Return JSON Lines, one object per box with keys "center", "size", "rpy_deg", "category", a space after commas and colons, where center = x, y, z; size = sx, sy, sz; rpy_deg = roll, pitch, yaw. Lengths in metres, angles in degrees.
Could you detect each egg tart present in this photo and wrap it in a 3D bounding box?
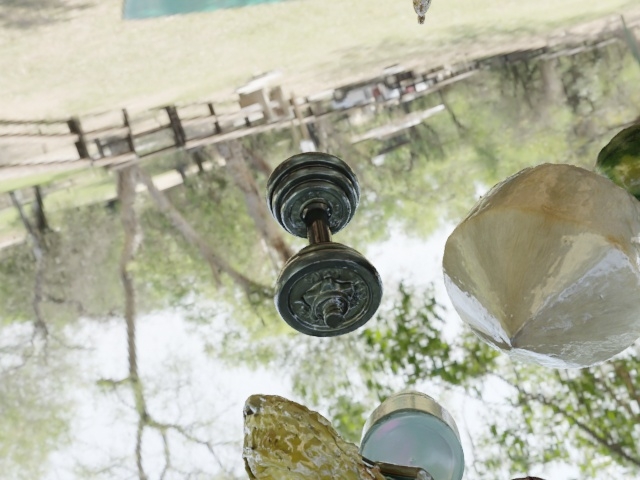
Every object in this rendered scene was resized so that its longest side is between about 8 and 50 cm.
{"center": [-0.019, 0.330, 1.218], "size": [0.095, 0.279, 0.279], "rpy_deg": [-45, -162, -30], "category": "egg tart"}

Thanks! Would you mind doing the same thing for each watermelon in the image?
{"center": [0.670, -0.132, 1.736], "size": [0.232, 0.204, 0.127], "rpy_deg": [-9, -147, 0], "category": "watermelon"}

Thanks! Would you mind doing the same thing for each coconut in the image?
{"center": [0.325, 0.045, 1.258], "size": [0.328, 0.329, 0.329], "rpy_deg": [-19, -175, 2], "category": "coconut"}

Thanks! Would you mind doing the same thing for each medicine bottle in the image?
{"center": [0.213, 0.487, 2.083], "size": [0.245, 0.245, 0.290], "rpy_deg": [-19, -178, 5], "category": "medicine bottle"}

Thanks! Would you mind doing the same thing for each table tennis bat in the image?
{"center": [0.068, 0.329, 1.257], "size": [0.274, 0.154, 0.021], "rpy_deg": [-13, -137, 58], "category": "table tennis bat"}

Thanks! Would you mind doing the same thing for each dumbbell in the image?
{"center": [0.000, 0.000, 1.490], "size": [0.179, 0.179, 0.406], "rpy_deg": [-19, -143, 6], "category": "dumbbell"}

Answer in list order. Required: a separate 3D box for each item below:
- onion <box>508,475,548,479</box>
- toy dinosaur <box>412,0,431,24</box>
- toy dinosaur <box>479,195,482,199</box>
{"center": [0.314, 0.452, 1.222], "size": [0.195, 0.140, 0.218], "rpy_deg": [-48, -144, -12], "category": "onion"}
{"center": [0.176, -0.408, 1.500], "size": [0.039, 0.126, 0.162], "rpy_deg": [5, -142, 5], "category": "toy dinosaur"}
{"center": [0.382, -0.003, 1.823], "size": [0.142, 0.212, 0.057], "rpy_deg": [-6, 167, 35], "category": "toy dinosaur"}
